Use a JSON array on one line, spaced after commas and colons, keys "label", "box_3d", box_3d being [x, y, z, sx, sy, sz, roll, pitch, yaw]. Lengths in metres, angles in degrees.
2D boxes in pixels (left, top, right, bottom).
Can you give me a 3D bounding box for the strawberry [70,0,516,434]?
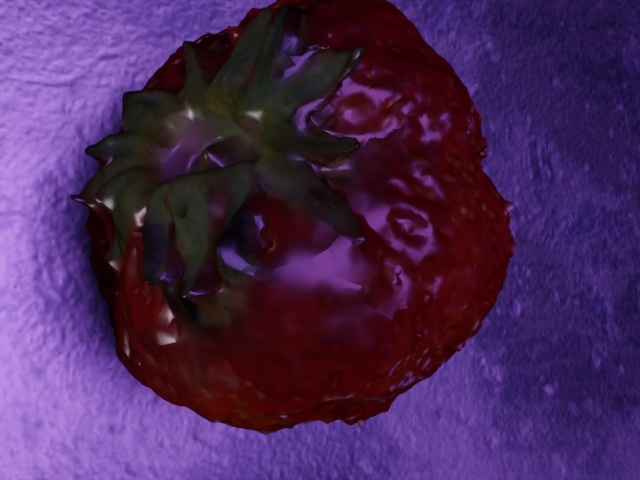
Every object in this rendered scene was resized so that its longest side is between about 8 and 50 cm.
[{"label": "strawberry", "box_3d": [0.000, 0.000, 0.524, 0.277, 0.257, 0.257, 37, 67, -45]}]
